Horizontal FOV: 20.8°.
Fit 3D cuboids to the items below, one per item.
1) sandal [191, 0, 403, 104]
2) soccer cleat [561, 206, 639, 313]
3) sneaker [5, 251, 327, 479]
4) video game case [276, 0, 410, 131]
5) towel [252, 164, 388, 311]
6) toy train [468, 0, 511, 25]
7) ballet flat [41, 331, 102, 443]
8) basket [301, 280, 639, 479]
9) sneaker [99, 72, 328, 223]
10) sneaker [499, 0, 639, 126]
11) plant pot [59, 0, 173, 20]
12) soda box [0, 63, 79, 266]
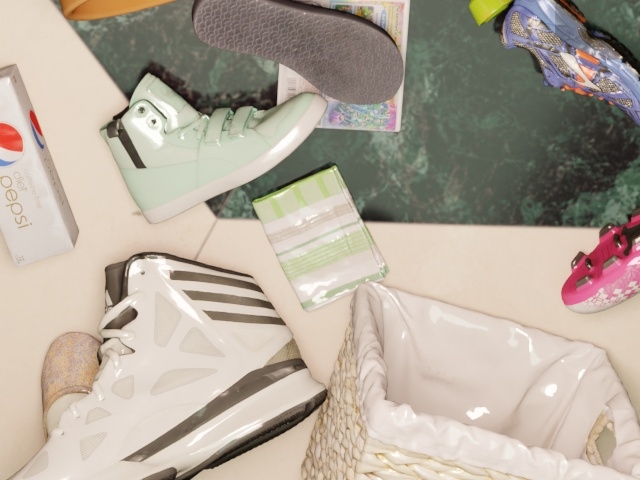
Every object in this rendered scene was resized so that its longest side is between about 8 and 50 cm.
[{"bbox_3d":[-0.018,-0.227,1.910,0.255,0.054,0.097,21,118,-22],"label":"sandal"},{"bbox_3d":[0.436,0.003,2.002,0.331,0.116,0.143,-39,105,11],"label":"soccer cleat"},{"bbox_3d":[-0.240,0.173,1.979,0.448,0.169,0.257,-25,79,-21],"label":"sneaker"},{"bbox_3d":[0.025,-0.203,1.973,0.143,0.019,0.157,3,108,-3],"label":"video game case"},{"bbox_3d":[0.000,0.000,2.040,0.113,0.023,0.152,-25,108,6],"label":"towel"},{"bbox_3d":[0.150,-0.292,1.884,0.248,0.105,0.143,-33,91,9],"label":"toy train"},{"bbox_3d":[-0.277,0.268,2.081,0.108,0.106,0.316,-5,109,0],"label":"ballet flat"},{"bbox_3d":[0.160,0.256,1.968,0.331,0.328,0.266,17,111,-10],"label":"basket"},{"bbox_3d":[-0.127,-0.134,1.943,0.256,0.094,0.151,-27,108,18],"label":"sneaker"},{"bbox_3d":[0.293,-0.198,1.958,0.221,0.083,0.087,40,112,-5],"label":"sneaker"},{"bbox_3d":[-0.157,-0.366,1.792,0.291,0.291,0.203,-19,92,5],"label":"plant pot"},{"bbox_3d":[-0.345,-0.085,1.978,0.074,0.069,0.216,-17,109,4],"label":"soda box"}]
